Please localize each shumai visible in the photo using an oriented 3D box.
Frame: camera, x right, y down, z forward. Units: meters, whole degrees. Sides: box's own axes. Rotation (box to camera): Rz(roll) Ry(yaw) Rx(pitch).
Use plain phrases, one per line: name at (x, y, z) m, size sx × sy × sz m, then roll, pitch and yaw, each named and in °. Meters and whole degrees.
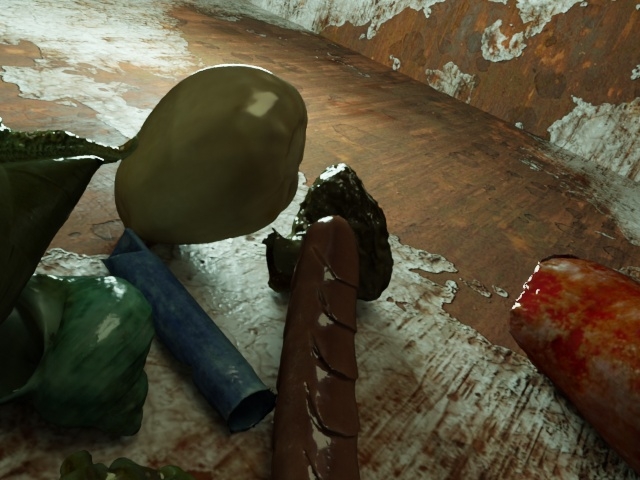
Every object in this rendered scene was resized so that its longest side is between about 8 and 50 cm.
shumai at (0.000, 0.000, 0.876) m, size 0.176 × 0.205 × 0.166 m, roll -15°, pitch -1°, yaw -9°

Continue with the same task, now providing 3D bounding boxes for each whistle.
whistle at (-0.161, 0.089, 0.704) m, size 0.062 × 0.062 × 0.304 m, roll -9°, pitch 39°, yaw -44°

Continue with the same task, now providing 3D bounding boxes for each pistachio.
pistachio at (-0.149, -0.099, 0.823) m, size 0.213 × 0.318 × 0.193 m, roll 57°, pitch 27°, yaw -12°

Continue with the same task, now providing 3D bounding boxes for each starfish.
starfish at (-0.393, -0.071, 0.615) m, size 0.358 × 0.078 × 0.347 m, roll -14°, pitch 8°, yaw 6°

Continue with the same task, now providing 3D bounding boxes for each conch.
conch at (-0.240, 0.100, 0.567) m, size 0.188 × 0.121 × 0.176 m, roll 29°, pitch 48°, yaw 20°

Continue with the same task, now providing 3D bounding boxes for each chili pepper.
chili pepper at (0.394, 0.163, 0.821) m, size 0.252 × 0.229 × 0.305 m, roll -3°, pitch 25°, yaw -34°

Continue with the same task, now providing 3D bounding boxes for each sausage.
sausage at (0.000, 0.129, 0.637) m, size 0.088 × 0.087 × 0.432 m, roll 15°, pitch 43°, yaw -11°

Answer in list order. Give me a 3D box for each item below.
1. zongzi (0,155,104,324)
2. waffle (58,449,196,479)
zongzi at (-0.283, -0.011, 0.387) m, size 0.160 × 0.323 × 0.360 m, roll 35°, pitch 63°, yaw 7°
waffle at (-0.138, 0.246, 0.437) m, size 0.204 × 0.054 × 0.223 m, roll 19°, pitch 28°, yaw -2°
